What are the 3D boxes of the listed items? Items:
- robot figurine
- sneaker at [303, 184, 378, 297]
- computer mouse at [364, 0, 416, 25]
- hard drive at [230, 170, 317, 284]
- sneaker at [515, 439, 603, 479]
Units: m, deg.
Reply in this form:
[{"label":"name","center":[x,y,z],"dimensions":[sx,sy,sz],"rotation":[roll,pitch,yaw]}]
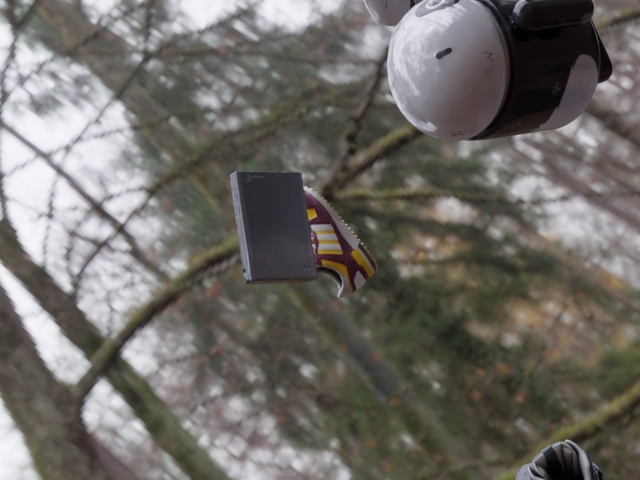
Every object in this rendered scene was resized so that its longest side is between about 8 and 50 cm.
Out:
[{"label":"robot figurine","center":[0.205,-0.206,1.614],"dimensions":[0.278,0.173,0.209],"rotation":[-10,-56,-37]},{"label":"sneaker","center":[0.000,0.000,2.115],"dimensions":[0.084,0.185,0.069],"rotation":[-40,-10,-12]},{"label":"computer mouse","center":[0.088,-0.351,1.918],"dimensions":[0.193,0.106,0.042],"rotation":[64,-154,-51]},{"label":"hard drive","center":[-0.056,-0.016,1.686],"dimensions":[0.094,0.135,0.022],"rotation":[-1,-14,-34]},{"label":"sneaker","center":[0.313,0.319,1.887],"dimensions":[0.086,0.226,0.163],"rotation":[-36,-62,-10]}]
